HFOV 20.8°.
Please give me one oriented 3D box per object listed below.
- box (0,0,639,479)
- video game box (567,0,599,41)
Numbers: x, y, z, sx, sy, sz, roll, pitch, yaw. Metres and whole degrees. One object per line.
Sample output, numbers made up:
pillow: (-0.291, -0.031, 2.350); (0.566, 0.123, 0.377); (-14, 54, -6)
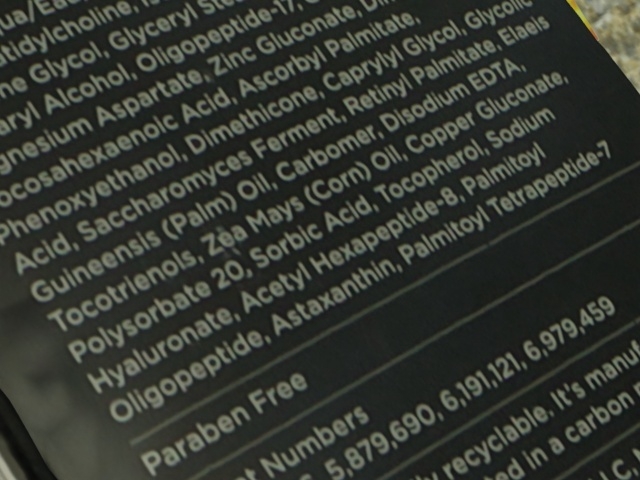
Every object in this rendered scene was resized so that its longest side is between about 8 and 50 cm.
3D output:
box: (-0.095, 0.067, 0.745); (0.297, 0.480, 0.472); (-29, 76, -32)
video game box: (0.061, -0.174, 1.191); (0.205, 0.048, 0.187); (-21, 74, -28)
